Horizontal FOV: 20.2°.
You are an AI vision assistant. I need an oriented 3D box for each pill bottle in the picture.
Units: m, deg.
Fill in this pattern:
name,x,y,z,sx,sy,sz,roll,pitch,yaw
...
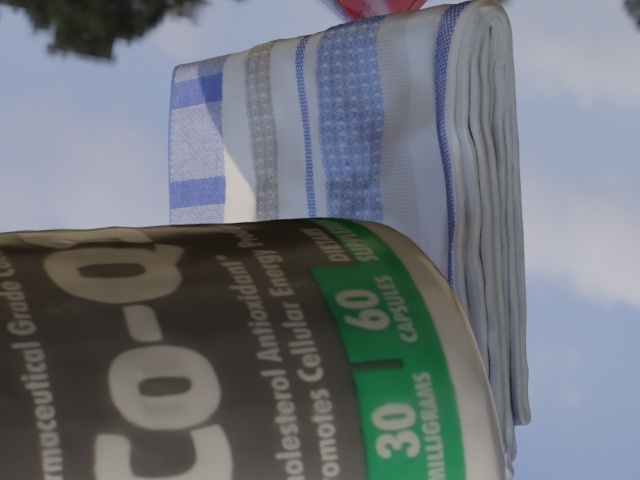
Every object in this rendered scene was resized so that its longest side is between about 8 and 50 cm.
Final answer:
name,x,y,z,sx,sy,sz,roll,pitch,yaw
pill bottle,-0.133,0.098,0.652,0.361,0.204,0.204,-3,-161,-26

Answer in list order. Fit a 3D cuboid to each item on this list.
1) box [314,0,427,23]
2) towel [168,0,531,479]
name,x,y,z,sx,sy,sz,roll,pitch,yaw
box,-0.015,-0.234,0.961,0.122,0.128,0.257,42,179,39
towel,0.000,0.000,0.875,0.034,0.209,0.285,-2,180,-34
